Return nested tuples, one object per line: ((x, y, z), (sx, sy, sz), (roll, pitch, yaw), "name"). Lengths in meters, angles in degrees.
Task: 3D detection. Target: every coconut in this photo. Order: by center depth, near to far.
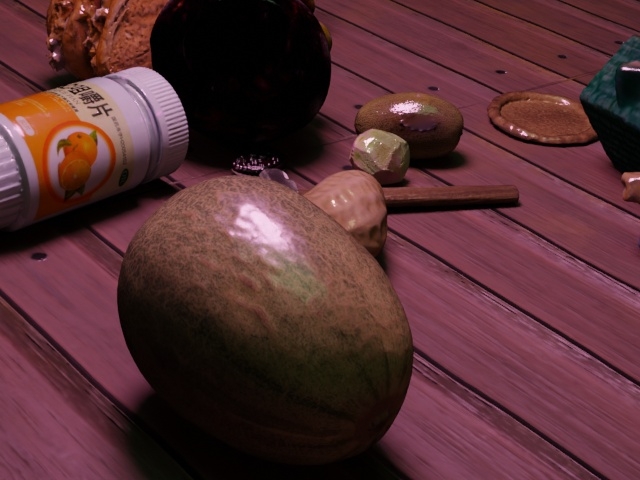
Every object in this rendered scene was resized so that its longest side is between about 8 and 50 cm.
((0.079, -0.118, 1.775), (0.081, 0.083, 0.082), (25, -6, 31), "coconut")

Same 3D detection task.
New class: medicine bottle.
((-0.337, -0.115, 1.614), (0.158, 0.158, 0.318), (27, 36, 34), "medicine bottle")

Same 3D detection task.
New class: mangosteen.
((-0.106, -0.282, 1.817), (0.287, 0.288, 0.233), (5, -1, 0), "mangosteen")

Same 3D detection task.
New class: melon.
((-0.054, 0.078, 1.217), (0.248, 0.248, 0.329), (-18, 43, -36), "melon")
((0.130, -0.170, 1.856), (0.162, 0.099, 0.099), (5, 28, 3), "melon")

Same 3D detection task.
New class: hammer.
((0.099, -0.059, 1.718), (0.365, 0.043, 0.111), (-2, 28, -17), "hammer")

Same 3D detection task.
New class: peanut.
((0.000, 0.000, 1.522), (0.125, 0.111, 0.274), (35, 41, 18), "peanut")

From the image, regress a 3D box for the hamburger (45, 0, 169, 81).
((-0.296, -0.325, 1.938), (0.260, 0.245, 0.211), (-33, 45, -20), "hamburger")

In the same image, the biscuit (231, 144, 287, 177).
((-0.089, -0.109, 1.780), (0.087, 0.027, 0.089), (-7, 32, -24), "biscuit")

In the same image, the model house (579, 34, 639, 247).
((0.546, -0.172, 1.710), (0.342, 0.335, 0.382), (-1, 19, -15), "model house")

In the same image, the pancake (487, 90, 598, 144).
((0.365, -0.199, 2.030), (0.199, 0.021, 0.199), (5, 30, -3), "pancake")
